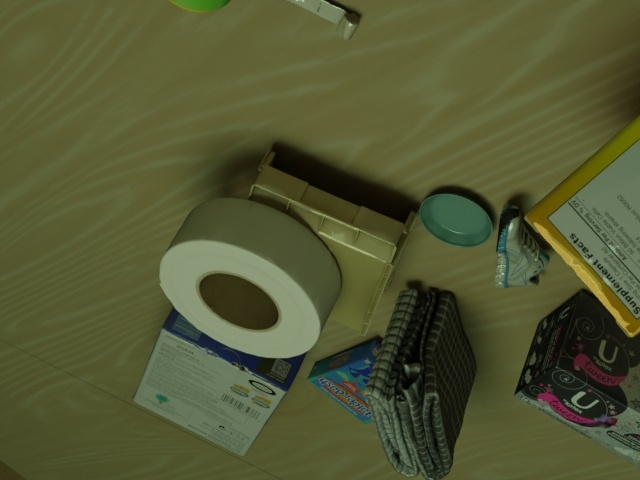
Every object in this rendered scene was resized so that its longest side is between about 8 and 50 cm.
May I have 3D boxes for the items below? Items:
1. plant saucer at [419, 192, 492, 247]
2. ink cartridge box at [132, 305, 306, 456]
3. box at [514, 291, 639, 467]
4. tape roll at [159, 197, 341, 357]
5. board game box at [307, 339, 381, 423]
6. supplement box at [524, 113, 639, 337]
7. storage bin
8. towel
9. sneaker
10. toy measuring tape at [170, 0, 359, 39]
[{"bbox_3d":[0.215,-0.037,1.874,0.119,0.021,0.119,16,142,13],"label":"plant saucer"},{"bbox_3d":[-0.189,0.240,2.345,0.270,0.151,0.395,27,145,-2],"label":"ink cartridge box"},{"bbox_3d":[0.466,0.226,1.920,0.247,0.163,0.142,30,145,-5],"label":"box"},{"bbox_3d":[-0.115,0.064,1.928,0.286,0.100,0.286,17,143,13],"label":"tape roll"},{"bbox_3d":[0.095,0.276,2.292,0.160,0.047,0.210,39,147,-16],"label":"board game box"},{"bbox_3d":[0.450,-0.085,1.393,0.194,0.195,0.356,50,119,7],"label":"supplement box"},{"bbox_3d":[0.000,0.000,1.966,0.262,0.123,0.260,24,143,5],"label":"storage bin"},{"bbox_3d":[0.186,0.249,2.061,0.121,0.235,0.284,6,141,22],"label":"towel"},{"bbox_3d":[0.314,0.010,1.844,0.083,0.071,0.191,8,148,14],"label":"sneaker"},{"bbox_3d":[-0.112,-0.339,1.630,0.330,0.121,0.121,28,143,-2],"label":"toy measuring tape"}]
